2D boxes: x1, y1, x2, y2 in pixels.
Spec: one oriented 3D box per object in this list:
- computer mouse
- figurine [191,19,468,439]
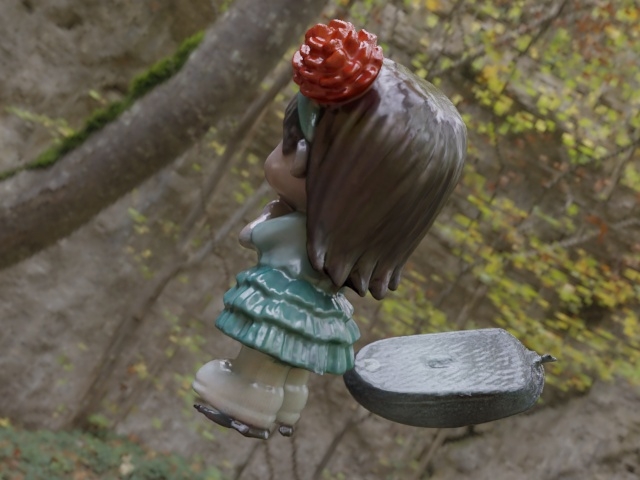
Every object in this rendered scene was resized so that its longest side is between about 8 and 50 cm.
[{"bbox_3d":[0.136,0.150,1.245,0.229,0.113,0.068,-2,-50,-6],"label":"computer mouse"},{"bbox_3d":[0.000,0.000,0.707,0.110,0.245,0.138,25,3,25],"label":"figurine"}]
